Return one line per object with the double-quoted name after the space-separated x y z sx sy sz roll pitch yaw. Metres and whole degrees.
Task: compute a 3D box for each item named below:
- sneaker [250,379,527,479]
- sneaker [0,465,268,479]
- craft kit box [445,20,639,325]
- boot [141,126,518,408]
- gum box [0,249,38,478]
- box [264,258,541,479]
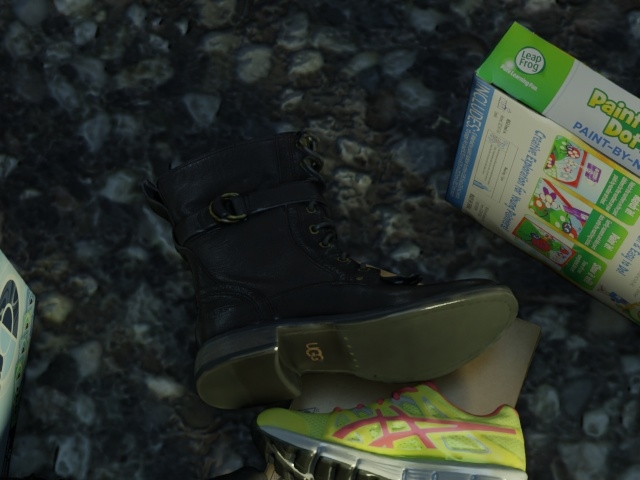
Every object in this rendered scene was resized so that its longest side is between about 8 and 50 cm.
0.053 0.145 1.089 0.208 0.081 0.094 11 62 1 "sneaker"
-0.175 0.217 1.064 0.286 0.109 0.130 -23 82 -7 "sneaker"
0.213 -0.023 1.062 0.246 0.250 0.061 37 76 10 "craft kit box"
0.000 0.000 1.118 0.263 0.091 0.229 -10 51 -2 "boot"
-0.252 0.093 1.068 0.041 0.184 0.157 5 74 2 "gum box"
0.062 0.132 1.137 0.164 0.021 0.201 20 74 7 "box"
